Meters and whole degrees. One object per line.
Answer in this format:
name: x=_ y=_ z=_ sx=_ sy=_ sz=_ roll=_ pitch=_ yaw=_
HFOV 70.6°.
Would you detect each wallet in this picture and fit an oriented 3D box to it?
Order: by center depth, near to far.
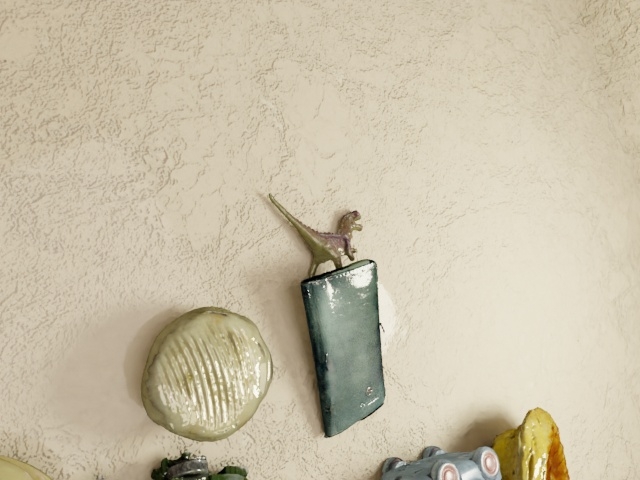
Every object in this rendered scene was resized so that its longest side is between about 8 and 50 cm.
wallet: x=0.063 y=0.238 z=1.010 sx=0.191 sy=0.046 sz=0.378 roll=-17 pitch=107 yaw=-31

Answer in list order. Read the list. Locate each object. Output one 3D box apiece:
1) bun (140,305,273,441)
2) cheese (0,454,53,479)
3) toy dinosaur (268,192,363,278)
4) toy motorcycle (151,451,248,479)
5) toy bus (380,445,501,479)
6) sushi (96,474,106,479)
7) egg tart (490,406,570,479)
bun: x=-0.205 y=0.241 z=0.833 sx=0.239 sy=0.141 sz=0.238 roll=6 pitch=76 yaw=-28
cheese: x=-0.489 y=0.439 z=0.613 sx=0.233 sy=0.127 sz=0.265 roll=19 pitch=61 yaw=-7
toy dinosaur: x=-0.001 y=0.001 z=1.042 sx=0.252 sy=0.072 sz=0.199 roll=0 pitch=77 yaw=-23
toy motorcycle: x=-0.189 y=0.498 z=0.820 sx=0.275 sy=0.127 sz=0.205 roll=25 pitch=34 yaw=-43
toy bus: x=0.293 y=0.614 z=1.045 sx=0.294 sy=0.197 sz=0.231 roll=3 pitch=69 yaw=-34
sushi: x=-0.412 y=0.624 z=0.699 sx=0.359 sy=0.064 sz=0.343 roll=-34 pitch=92 yaw=-25
egg tart: x=0.541 y=0.662 z=1.200 sx=0.443 sy=0.178 sz=0.442 roll=9 pitch=79 yaw=-53
